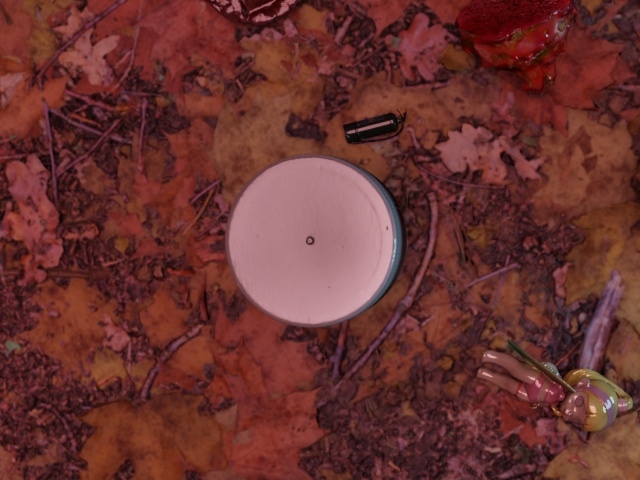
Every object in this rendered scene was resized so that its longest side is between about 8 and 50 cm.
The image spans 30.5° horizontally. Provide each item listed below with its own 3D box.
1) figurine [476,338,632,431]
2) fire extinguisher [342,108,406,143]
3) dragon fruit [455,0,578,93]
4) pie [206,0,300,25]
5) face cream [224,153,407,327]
[{"bbox_3d":[0.286,0.177,1.437,0.187,0.083,0.083,18,93,20],"label":"figurine"},{"bbox_3d":[0.072,-0.141,1.480,0.083,0.025,0.038,-15,126,8],"label":"fire extinguisher"},{"bbox_3d":[0.243,-0.241,1.424,0.153,0.153,0.111,-16,121,7],"label":"dragon fruit"},{"bbox_3d":[-0.088,-0.345,1.490,0.153,0.038,0.153,0,97,3],"label":"pie"},{"bbox_3d":[0.000,0.000,1.407,0.201,0.187,0.201,0,90,8],"label":"face cream"}]
